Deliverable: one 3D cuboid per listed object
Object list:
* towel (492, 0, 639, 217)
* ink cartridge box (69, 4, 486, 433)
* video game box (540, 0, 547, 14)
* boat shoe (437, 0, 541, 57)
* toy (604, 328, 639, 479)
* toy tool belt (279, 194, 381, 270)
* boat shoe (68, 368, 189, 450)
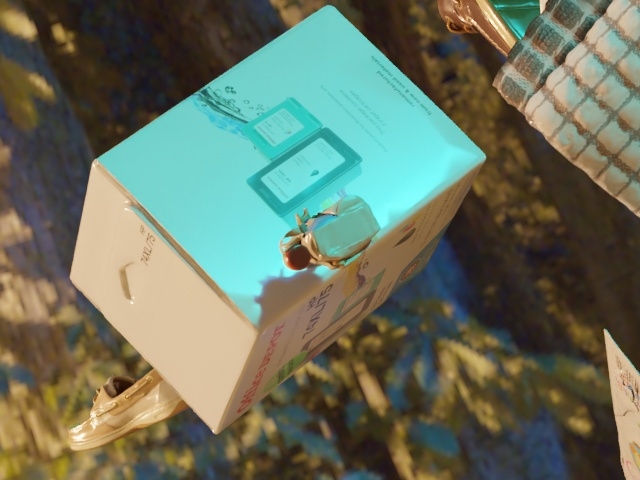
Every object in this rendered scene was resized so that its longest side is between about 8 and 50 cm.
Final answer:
[{"bbox_3d":[0.269,-0.097,1.018,0.283,0.121,0.235,33,-76,-31],"label":"towel"},{"bbox_3d":[-0.042,-0.018,1.486,0.270,0.197,0.198,-37,-16,-29],"label":"ink cartridge box"},{"bbox_3d":[0.279,-0.300,1.716,0.205,0.048,0.187,-31,-59,-45],"label":"video game box"},{"bbox_3d":[0.208,-0.316,2.224,0.123,0.342,0.123,-15,-34,-27],"label":"boat shoe"},{"bbox_3d":[0.216,0.136,0.946,0.056,0.137,0.237,-34,-31,-2],"label":"toy"},{"bbox_3d":[0.000,0.000,1.307,0.083,0.052,0.051,-31,8,-24],"label":"toy tool belt"},{"bbox_3d":[-0.188,0.157,1.721,0.170,0.059,0.063,-26,0,34],"label":"boat shoe"}]
